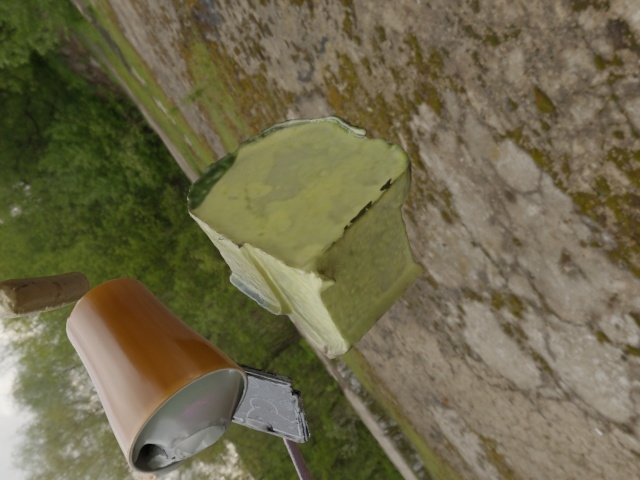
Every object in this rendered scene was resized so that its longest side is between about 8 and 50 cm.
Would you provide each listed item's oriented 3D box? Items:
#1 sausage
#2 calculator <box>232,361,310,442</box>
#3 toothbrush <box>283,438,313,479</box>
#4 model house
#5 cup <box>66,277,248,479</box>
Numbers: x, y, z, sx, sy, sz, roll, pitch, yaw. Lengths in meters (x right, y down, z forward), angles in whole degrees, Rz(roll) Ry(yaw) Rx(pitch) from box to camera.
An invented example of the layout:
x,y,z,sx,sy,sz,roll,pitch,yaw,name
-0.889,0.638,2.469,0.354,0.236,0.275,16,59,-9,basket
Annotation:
x,y,z,sx,sy,sz,roll,pitch,yaw,name
-0.463,0.087,0.943,0.066,0.065,0.301,55,178,-3,sausage
-0.149,0.254,0.928,0.273,0.028,0.166,10,134,19,calculator
-0.066,0.419,1.190,0.354,0.024,0.029,-131,44,-58,toothbrush
0.000,0.000,0.844,0.321,0.261,0.266,26,150,42,model house
-0.246,0.197,0.790,0.264,0.226,0.182,40,-156,30,cup
